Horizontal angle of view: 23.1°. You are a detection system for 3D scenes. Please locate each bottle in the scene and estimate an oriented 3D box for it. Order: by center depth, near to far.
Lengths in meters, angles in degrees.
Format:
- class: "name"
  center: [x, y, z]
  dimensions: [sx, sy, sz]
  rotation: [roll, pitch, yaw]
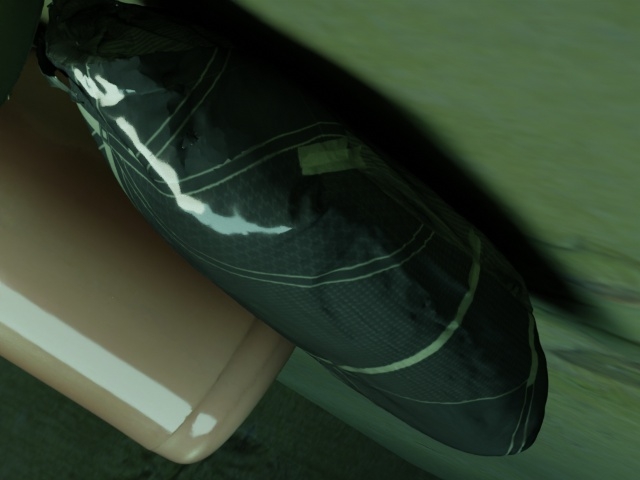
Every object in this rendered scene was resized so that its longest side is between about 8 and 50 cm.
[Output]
- class: "bottle"
  center: [-0.152, -0.021, 0.908]
  dimensions: [0.297, 0.173, 0.206]
  rotation: [32, -154, -9]

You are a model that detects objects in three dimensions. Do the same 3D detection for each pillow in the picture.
- class: "pillow"
  center: [0.000, 0.000, 0.711]
  dimensions: [0.161, 0.092, 0.335]
  rotation: [29, 172, 41]

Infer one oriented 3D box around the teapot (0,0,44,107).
- class: "teapot"
  center: [-0.243, -0.123, 0.617]
  dimensions: [0.251, 0.183, 0.183]
  rotation: [17, 169, 11]
